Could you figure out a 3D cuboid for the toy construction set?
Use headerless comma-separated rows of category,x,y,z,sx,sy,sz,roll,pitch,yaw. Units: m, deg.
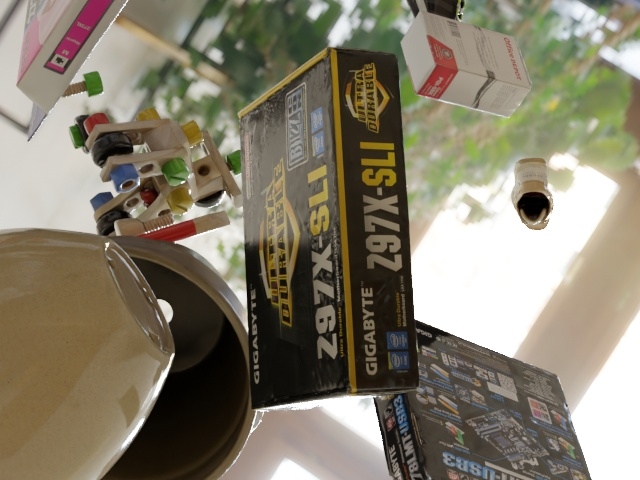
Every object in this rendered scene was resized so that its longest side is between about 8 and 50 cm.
toy construction set,-0.197,-0.083,1.992,0.309,0.237,0.258,-128,26,-50

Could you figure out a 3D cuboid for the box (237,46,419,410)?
box,0.000,0.000,1.390,0.079,0.322,0.257,1,171,-25

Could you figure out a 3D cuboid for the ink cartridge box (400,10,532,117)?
ink cartridge box,0.175,-0.211,1.701,0.135,0.056,0.099,12,-135,-24

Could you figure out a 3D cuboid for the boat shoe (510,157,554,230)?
boat shoe,0.294,-0.050,1.968,0.063,0.059,0.170,-3,152,12

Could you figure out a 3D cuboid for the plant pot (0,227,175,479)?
plant pot,-0.250,0.099,1.322,0.284,0.191,0.284,60,-174,-10

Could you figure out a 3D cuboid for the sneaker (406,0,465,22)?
sneaker,0.181,-0.343,2.062,0.084,0.097,0.235,15,-128,-82

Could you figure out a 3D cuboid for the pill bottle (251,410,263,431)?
pill bottle,-0.224,0.285,2.040,0.176,0.318,0.176,25,-135,-28

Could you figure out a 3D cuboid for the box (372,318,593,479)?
box,0.204,0.247,1.762,0.295,0.073,0.293,22,-146,-26

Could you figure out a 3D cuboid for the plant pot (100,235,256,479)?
plant pot,-0.217,0.124,1.713,0.323,0.323,0.280,32,-164,-3

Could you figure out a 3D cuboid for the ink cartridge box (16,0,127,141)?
ink cartridge box,-0.295,-0.299,1.725,0.069,0.371,0.176,20,-135,-25
